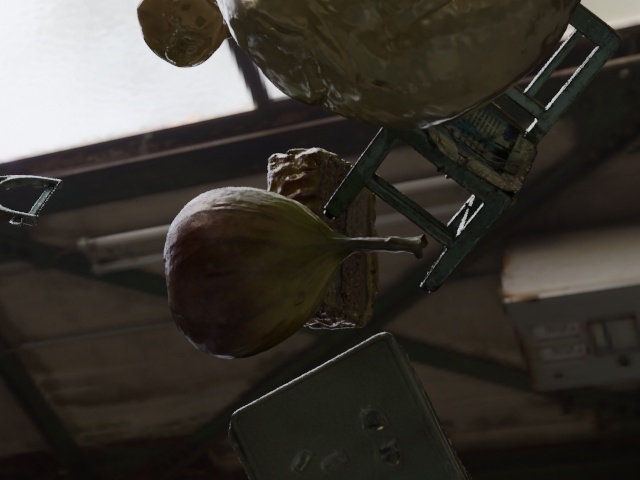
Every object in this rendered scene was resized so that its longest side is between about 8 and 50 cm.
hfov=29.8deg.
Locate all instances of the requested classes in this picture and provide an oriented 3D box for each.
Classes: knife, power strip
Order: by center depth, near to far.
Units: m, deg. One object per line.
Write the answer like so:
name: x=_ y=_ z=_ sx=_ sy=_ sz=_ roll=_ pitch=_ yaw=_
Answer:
power strip: x=0.035 y=0.223 z=1.228 sx=0.198 sy=0.213 sz=0.064 roll=63 pitch=-163 yaw=12
knife: x=-0.449 y=-0.081 z=1.392 sx=0.123 sy=0.277 sz=0.053 roll=-80 pitch=12 yaw=-67

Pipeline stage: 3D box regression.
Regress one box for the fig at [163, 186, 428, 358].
fig: x=-0.027 y=0.025 z=1.096 sx=0.143 sy=0.230 sz=0.160 roll=99 pitch=168 yaw=-55

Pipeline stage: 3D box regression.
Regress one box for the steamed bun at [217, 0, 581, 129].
steamed bun: x=0.064 y=-0.264 z=0.722 sx=0.230 sy=0.372 sz=0.325 roll=27 pitch=-165 yaw=-35

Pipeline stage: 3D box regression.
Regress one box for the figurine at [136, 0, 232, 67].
figurine: x=-0.167 y=-0.307 z=1.560 sx=0.114 sy=0.108 sz=0.196 roll=44 pitch=-146 yaw=-22

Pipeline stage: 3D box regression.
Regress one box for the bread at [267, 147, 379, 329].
bread: x=0.000 y=0.000 z=1.549 sx=0.181 sy=0.096 sz=0.222 roll=21 pitch=-113 yaw=-58

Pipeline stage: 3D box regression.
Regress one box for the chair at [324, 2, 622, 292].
chair: x=0.140 y=-0.105 z=1.112 sx=0.136 sy=0.270 sz=0.147 roll=38 pitch=-150 yaw=-2
